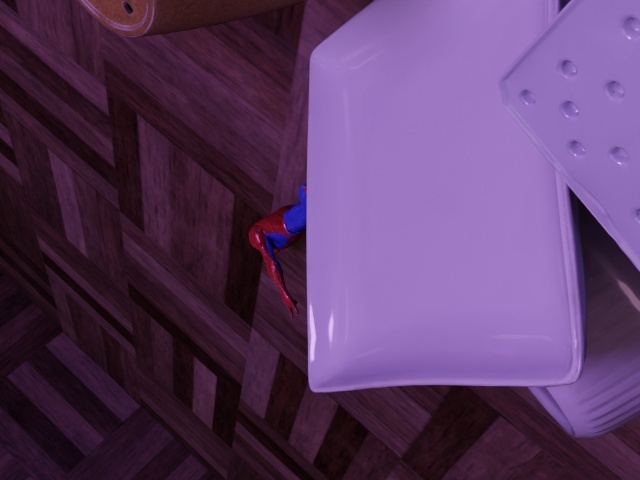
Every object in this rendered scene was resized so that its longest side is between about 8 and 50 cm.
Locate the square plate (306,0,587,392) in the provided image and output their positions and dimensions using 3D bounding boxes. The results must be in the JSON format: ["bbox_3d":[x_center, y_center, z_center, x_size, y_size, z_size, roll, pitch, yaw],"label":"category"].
[{"bbox_3d":[0.086,-0.053,0.671,0.347,0.049,0.344,-20,68,60],"label":"square plate"}]

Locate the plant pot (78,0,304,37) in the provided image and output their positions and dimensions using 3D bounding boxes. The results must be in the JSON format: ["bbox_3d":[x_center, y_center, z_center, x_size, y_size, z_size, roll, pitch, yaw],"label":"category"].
[{"bbox_3d":[-0.067,-0.259,0.593,0.237,0.254,0.237,34,148,25],"label":"plant pot"}]

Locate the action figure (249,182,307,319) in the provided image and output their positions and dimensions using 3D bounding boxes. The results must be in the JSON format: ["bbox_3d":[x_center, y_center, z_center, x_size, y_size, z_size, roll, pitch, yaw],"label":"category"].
[{"bbox_3d":[0.000,0.000,0.986,0.139,0.091,0.280,59,151,-2],"label":"action figure"}]

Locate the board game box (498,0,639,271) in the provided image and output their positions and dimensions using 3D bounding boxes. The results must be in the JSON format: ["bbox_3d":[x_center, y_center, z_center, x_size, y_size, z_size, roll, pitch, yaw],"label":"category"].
[{"bbox_3d":[0.286,-0.009,0.318,0.390,0.050,0.390,51,159,4],"label":"board game box"}]

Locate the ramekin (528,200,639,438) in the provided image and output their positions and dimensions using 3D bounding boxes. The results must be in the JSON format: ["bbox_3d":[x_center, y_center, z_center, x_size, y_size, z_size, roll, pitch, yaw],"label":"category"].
[{"bbox_3d":[0.202,0.065,0.688,0.207,0.109,0.207,53,-179,-1],"label":"ramekin"}]
